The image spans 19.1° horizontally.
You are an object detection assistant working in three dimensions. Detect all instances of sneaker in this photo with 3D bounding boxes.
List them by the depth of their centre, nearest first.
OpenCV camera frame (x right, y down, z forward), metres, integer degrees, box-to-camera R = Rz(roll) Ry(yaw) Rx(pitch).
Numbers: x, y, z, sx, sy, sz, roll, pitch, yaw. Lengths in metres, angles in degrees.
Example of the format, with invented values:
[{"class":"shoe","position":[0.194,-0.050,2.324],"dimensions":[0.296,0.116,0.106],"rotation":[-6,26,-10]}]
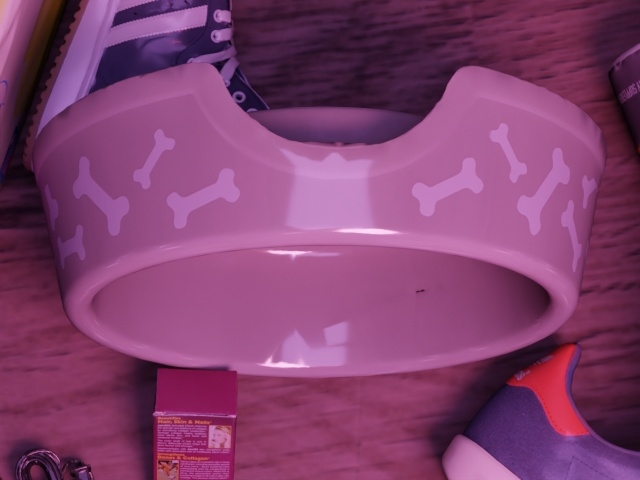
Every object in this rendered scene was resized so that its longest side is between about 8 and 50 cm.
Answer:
[{"class":"sneaker","position":[0.254,0.200,1.237],"dimensions":[0.350,0.131,0.148],"rotation":[38,86,3]},{"class":"sneaker","position":[-0.078,-0.151,1.284],"dimensions":[0.153,0.099,0.282],"rotation":[22,88,5]}]

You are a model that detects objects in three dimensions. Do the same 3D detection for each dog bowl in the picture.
[{"class":"dog bowl","position":[0.000,0.000,1.151],"dimensions":[0.349,0.349,0.102],"rotation":[0,73,-3]}]

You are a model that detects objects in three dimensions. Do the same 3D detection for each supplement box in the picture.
[{"class":"supplement box","position":[-0.083,0.127,1.250],"dimensions":[0.055,0.083,0.043],"rotation":[3,42,-3]}]

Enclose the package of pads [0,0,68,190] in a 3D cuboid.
[{"class":"package of pads","position":[-0.235,-0.125,1.207],"dimensions":[0.101,0.229,0.296],"rotation":[17,80,-1]}]

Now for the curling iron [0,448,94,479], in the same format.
[{"class":"curling iron","position":[-0.253,0.105,1.270],"dimensions":[0.274,0.035,0.068],"rotation":[43,77,2]}]

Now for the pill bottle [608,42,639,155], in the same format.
[{"class":"pill bottle","position":[0.295,-0.029,1.274],"dimensions":[0.130,0.130,0.245],"rotation":[-20,83,-6]}]
